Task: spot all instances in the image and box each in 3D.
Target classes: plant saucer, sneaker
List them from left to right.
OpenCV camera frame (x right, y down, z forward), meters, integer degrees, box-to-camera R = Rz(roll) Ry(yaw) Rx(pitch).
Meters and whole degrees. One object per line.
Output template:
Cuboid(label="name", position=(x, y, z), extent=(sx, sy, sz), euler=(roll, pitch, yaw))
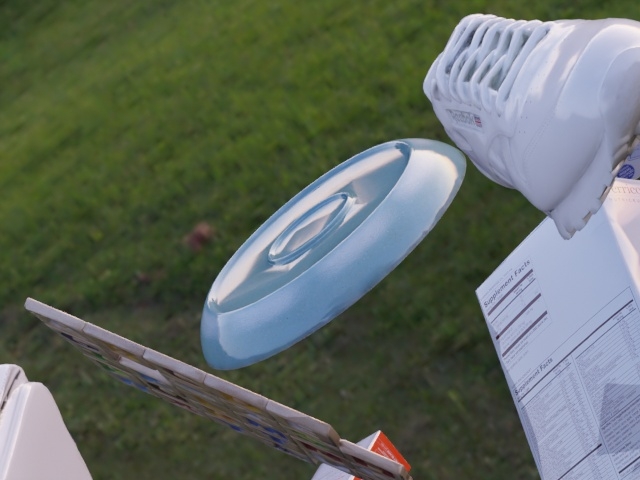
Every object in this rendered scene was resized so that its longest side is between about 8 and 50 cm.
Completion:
Cuboid(label="plant saucer", position=(0.000, 0.000, 1.515), extent=(0.318, 0.043, 0.317), euler=(-36, 16, 12))
Cuboid(label="sneaker", position=(0.094, -0.061, 0.702), extent=(0.090, 0.095, 0.235), euler=(-53, 0, -4))

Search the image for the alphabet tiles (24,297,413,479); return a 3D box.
Cuboid(label="alphabet tiles", position=(-0.051, 0.107, 0.981), extent=(0.237, 0.198, 0.009), euler=(22, 77, 15))

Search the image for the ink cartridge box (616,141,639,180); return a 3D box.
Cuboid(label="ink cartridge box", position=(0.341, -0.128, 1.594), extent=(0.207, 0.046, 0.097), euler=(-33, 29, 3))

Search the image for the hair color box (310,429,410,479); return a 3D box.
Cuboid(label="hair color box", position=(0.013, 0.212, 1.227), extent=(0.072, 0.043, 0.141), euler=(-35, 8, 32))

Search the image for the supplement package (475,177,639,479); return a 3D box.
Cuboid(label="supplement package", position=(0.248, 0.084, 1.081), extent=(0.149, 0.194, 0.203), euler=(-51, 46, 44))

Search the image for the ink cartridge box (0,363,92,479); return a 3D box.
Cuboid(label="ink cartridge box", position=(-0.229, 0.198, 0.644), extent=(0.306, 0.226, 0.131), euler=(-13, 34, 11))
